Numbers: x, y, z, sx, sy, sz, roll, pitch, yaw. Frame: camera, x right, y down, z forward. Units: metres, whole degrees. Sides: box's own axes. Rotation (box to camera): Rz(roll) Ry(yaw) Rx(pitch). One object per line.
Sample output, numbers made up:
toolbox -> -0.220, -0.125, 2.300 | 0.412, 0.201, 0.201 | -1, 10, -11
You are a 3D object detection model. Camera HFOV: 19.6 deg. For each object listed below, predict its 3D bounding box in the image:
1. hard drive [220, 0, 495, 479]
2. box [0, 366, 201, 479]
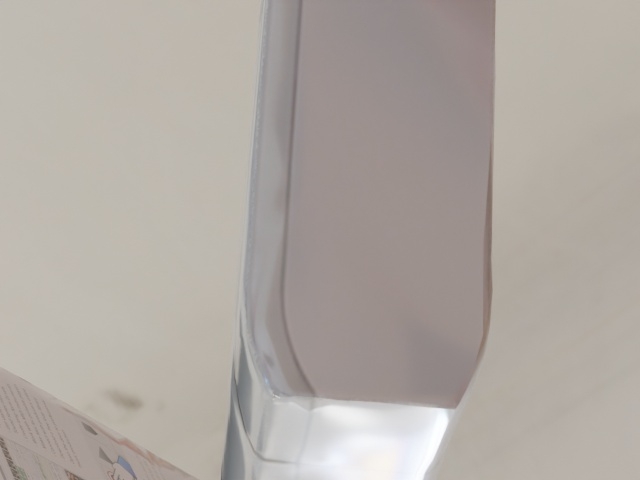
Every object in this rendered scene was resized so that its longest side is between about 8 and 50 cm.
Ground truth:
hard drive -> 0.000, 0.000, 0.512 | 0.353, 0.047, 0.233 | 99, 175, -64
box -> -0.136, 0.159, 0.959 | 0.322, 0.058, 0.232 | 39, -169, -41
